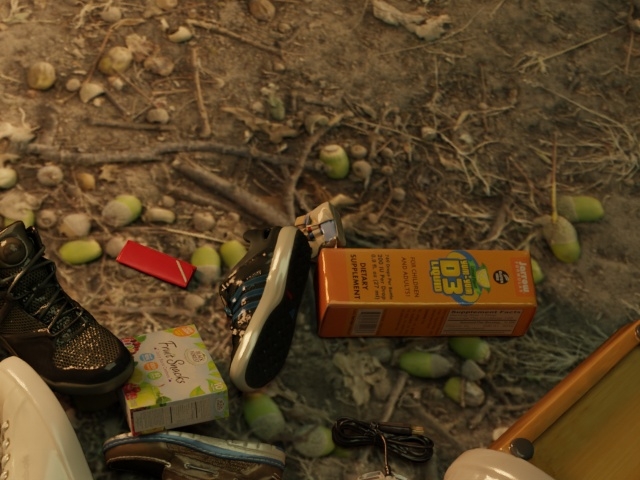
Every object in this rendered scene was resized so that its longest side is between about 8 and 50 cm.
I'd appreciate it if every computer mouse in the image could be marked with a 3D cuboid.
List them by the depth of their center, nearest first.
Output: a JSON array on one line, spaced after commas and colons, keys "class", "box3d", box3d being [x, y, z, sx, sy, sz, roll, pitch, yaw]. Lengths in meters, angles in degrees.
[{"class": "computer mouse", "box3d": [0.064, 0.267, 1.612, 0.106, 0.042, 0.193, 8, 50, -9]}]

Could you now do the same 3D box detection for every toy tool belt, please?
[{"class": "toy tool belt", "box3d": [0.000, 0.000, 1.781, 0.051, 0.052, 0.083, -22, 53, 15]}]

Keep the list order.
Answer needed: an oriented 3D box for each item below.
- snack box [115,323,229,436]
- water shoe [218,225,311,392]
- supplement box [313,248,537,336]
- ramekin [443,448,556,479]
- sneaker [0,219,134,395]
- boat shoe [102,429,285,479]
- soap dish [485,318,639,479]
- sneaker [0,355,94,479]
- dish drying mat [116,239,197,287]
[{"class": "snack box", "box3d": [-0.158, 0.140, 1.626, 0.100, 0.037, 0.141, -9, 28, -16]}, {"class": "water shoe", "box3d": [-0.071, 0.075, 1.715, 0.080, 0.073, 0.203, 2, 52, 26]}, {"class": "supplement box", "box3d": [0.113, 0.056, 1.737, 0.233, 0.080, 0.078, 1, 58, -10]}, {"class": "ramekin", "box3d": [0.186, 0.331, 1.454, 0.273, 0.273, 0.127, 41, 67, 18]}, {"class": "sneaker", "box3d": [-0.282, 0.066, 1.608, 0.087, 0.130, 0.227, -36, 51, -28]}, {"class": "boat shoe", "box3d": [-0.127, 0.230, 1.592, 0.183, 0.066, 0.066, 4, 64, -1]}, {"class": "soap dish", "box3d": [0.311, 0.227, 1.620, 0.229, 0.118, 0.291, 42, 57, 18]}, {"class": "sneaker", "box3d": [-0.282, 0.244, 1.534, 0.123, 0.106, 0.290, -18, 61, -21]}, {"class": "dish drying mat", "box3d": [-0.179, 0.025, 1.756, 0.083, 0.008, 0.032, 22, 57, 6]}]
